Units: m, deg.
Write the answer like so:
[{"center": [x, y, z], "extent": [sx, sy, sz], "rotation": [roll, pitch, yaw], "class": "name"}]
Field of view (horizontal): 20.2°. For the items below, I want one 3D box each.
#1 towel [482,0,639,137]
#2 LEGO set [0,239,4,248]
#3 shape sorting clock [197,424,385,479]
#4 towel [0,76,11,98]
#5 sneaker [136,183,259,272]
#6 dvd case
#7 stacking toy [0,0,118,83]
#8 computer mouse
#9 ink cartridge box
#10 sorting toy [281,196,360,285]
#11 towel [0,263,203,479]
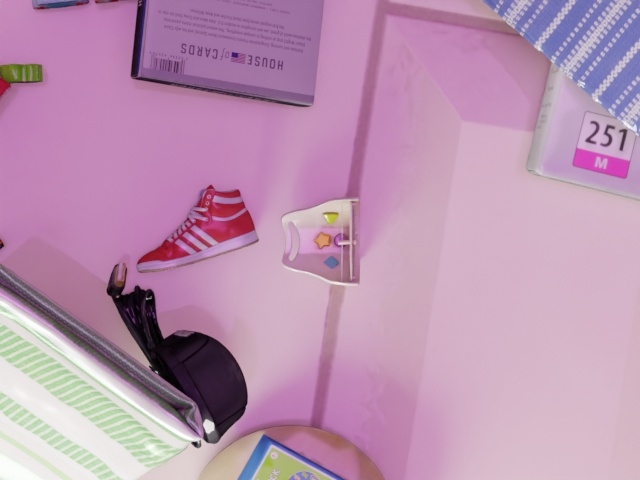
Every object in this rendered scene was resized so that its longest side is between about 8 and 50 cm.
[{"center": [0.244, -0.273, 1.611], "extent": [0.336, 0.040, 0.243], "rotation": [45, 131, 12], "class": "towel"}, {"center": [-0.425, 0.002, 1.664], "extent": [0.244, 0.060, 0.182], "rotation": [22, 92, -4], "class": "LEGO set"}, {"center": [-0.028, 0.278, 1.715], "extent": [0.206, 0.040, 0.206], "rotation": [0, 94, -3], "class": "shape sorting clock"}, {"center": [-0.450, -0.140, 1.649], "extent": [0.275, 0.031, 0.199], "rotation": [34, 85, 2], "class": "towel"}, {"center": [-0.123, -0.012, 1.696], "extent": [0.118, 0.042, 0.067], "rotation": [-18, 97, -12], "class": "sneaker"}, {"center": [-0.078, -0.253, 1.660], "extent": [0.179, 0.029, 0.238], "rotation": [8, 86, -26], "class": "dvd case"}, {"center": [-0.207, -0.233, 1.681], "extent": [0.221, 0.052, 0.167], "rotation": [-4, 91, -3], "class": "stacking toy"}, {"center": [-0.124, 0.091, 1.600], "extent": [0.060, 0.262, 0.184], "rotation": [-29, 87, -11], "class": "computer mouse"}, {"center": [0.359, -0.148, 1.727], "extent": [0.275, 0.060, 0.239], "rotation": [13, 92, -5], "class": "ink cartridge box"}, {"center": [0.000, 0.000, 1.710], "extent": [0.075, 0.045, 0.083], "rotation": [0, 92, 2], "class": "sorting toy"}, {"center": [-0.256, 0.142, 1.555], "extent": [0.248, 0.325, 0.038], "rotation": [36, 54, -13], "class": "towel"}]
